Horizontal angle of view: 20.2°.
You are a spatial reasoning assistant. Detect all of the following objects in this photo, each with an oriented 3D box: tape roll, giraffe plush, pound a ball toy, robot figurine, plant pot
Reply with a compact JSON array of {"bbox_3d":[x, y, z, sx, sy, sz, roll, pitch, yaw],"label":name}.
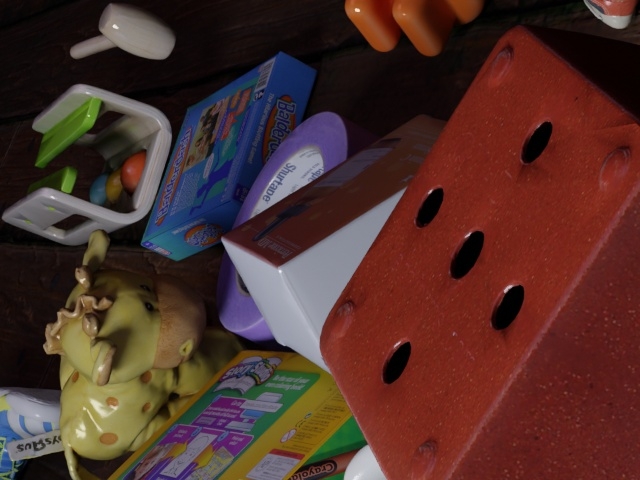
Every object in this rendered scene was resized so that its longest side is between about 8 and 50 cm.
[{"bbox_3d":[0.000,0.000,1.402,0.189,0.080,0.189,-48,26,33],"label":"tape roll"},{"bbox_3d":[-0.151,0.083,1.414,0.181,0.210,0.170,47,148,30],"label":"giraffe plush"},{"bbox_3d":[-0.223,-0.110,1.903,0.319,0.135,0.208,164,124,-70],"label":"pound a ball toy"},{"bbox_3d":[0.090,-0.256,1.421,0.158,0.128,0.219,-19,50,63],"label":"robot figurine"},{"bbox_3d":[0.155,0.053,0.794,0.267,0.235,0.267,-59,22,13],"label":"plant pot"}]

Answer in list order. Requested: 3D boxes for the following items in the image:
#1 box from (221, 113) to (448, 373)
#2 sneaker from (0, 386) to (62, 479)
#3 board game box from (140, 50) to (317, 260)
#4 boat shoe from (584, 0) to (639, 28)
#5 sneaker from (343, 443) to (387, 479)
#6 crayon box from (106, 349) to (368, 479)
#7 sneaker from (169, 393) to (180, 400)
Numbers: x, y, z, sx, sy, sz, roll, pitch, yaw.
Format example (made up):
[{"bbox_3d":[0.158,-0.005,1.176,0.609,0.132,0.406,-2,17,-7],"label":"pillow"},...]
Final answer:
[{"bbox_3d":[0.041,0.001,1.194,0.170,0.091,0.130,-32,19,-13],"label":"box"},{"bbox_3d":[-0.324,0.219,1.905,0.240,0.091,0.126,-7,78,64],"label":"sneaker"},{"bbox_3d":[-0.090,-0.077,1.726,0.210,0.047,0.160,-20,48,59],"label":"board game box"},{"bbox_3d":[0.189,-0.191,1.239,0.137,0.049,0.043,-108,9,-59],"label":"boat shoe"},{"bbox_3d":[0.055,0.251,0.950,0.126,0.127,0.321,-44,31,37],"label":"sneaker"},{"bbox_3d":[-0.035,0.159,1.225,0.165,0.081,0.278,-44,15,-20],"label":"crayon box"},{"bbox_3d":[-0.165,0.135,1.614,0.237,0.086,0.085,-15,54,63],"label":"sneaker"}]
